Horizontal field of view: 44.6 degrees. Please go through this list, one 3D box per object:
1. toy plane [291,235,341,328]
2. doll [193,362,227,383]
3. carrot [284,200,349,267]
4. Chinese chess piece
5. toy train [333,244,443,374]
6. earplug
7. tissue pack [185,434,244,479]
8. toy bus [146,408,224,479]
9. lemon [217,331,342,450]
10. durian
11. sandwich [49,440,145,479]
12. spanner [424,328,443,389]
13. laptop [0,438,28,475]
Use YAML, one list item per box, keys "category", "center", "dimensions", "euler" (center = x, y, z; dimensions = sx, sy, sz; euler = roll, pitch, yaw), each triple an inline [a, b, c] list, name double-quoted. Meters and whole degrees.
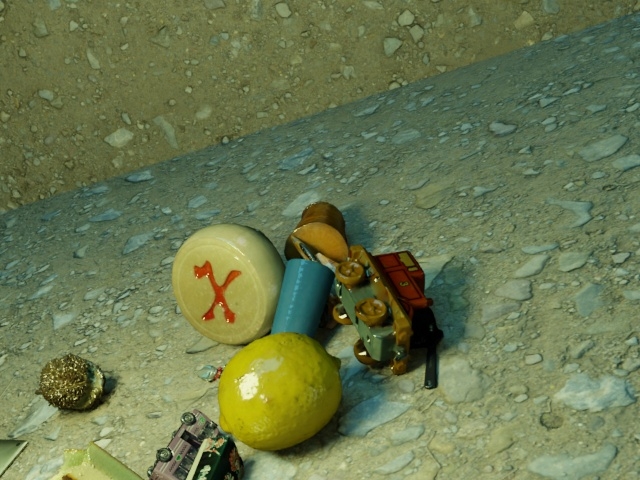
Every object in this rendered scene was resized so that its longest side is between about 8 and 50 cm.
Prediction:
- category: "toy plane"
  center: [0.005, 0.099, 2.177]
  dimensions: [0.204, 0.103, 0.316]
  euler: [-30, 48, -16]
- category: "doll"
  center: [-0.289, 0.353, 2.070]
  dimensions: [0.114, 0.039, 0.057]
  euler: [-4, 74, 18]
- category: "carrot"
  center: [0.000, 0.000, 2.376]
  dimensions: [0.196, 0.196, 0.254]
  euler: [-17, 17, 13]
- category: "Chinese chess piece"
  center: [-0.246, 0.118, 2.138]
  dimensions: [0.338, 0.338, 0.140]
  euler: [-6, 15, 30]
- category: "toy train"
  center: [0.159, 0.148, 1.906]
  dimensions: [0.231, 0.163, 0.369]
  euler: [-12, 38, -14]
- category: "earplug"
  center: [-0.059, 0.196, 2.006]
  dimensions: [0.132, 0.132, 0.273]
  euler: [0, 65, 38]
- category: "tissue pack"
  center: [-0.230, 0.513, 1.660]
  dimensions: [0.090, 0.103, 0.170]
  euler: [-11, 29, 21]
- category: "toy bus"
  center: [-0.305, 0.482, 1.757]
  dimensions: [0.108, 0.096, 0.199]
  euler: [31, 38, 2]
- category: "lemon"
  center: [-0.092, 0.333, 1.728]
  dimensions: [0.284, 0.260, 0.260]
  euler: [-14, 28, 9]
- category: "durian"
  center: [-0.694, 0.400, 2.140]
  dimensions: [0.196, 0.196, 0.167]
  euler: [-17, 46, 12]
- category: "sandwich"
  center: [-0.480, 0.541, 1.716]
  dimensions: [0.220, 0.186, 0.108]
  euler: [-5, 33, 29]
- category: "spanner"
  center: [0.262, 0.272, 1.818]
  dimensions: [0.046, 0.012, 0.208]
  euler: [-12, 29, 18]
- category: "laptop"
  center: [-0.944, 0.612, 2.128]
  dimensions: [0.269, 0.015, 0.188]
  euler: [-6, 32, 29]
